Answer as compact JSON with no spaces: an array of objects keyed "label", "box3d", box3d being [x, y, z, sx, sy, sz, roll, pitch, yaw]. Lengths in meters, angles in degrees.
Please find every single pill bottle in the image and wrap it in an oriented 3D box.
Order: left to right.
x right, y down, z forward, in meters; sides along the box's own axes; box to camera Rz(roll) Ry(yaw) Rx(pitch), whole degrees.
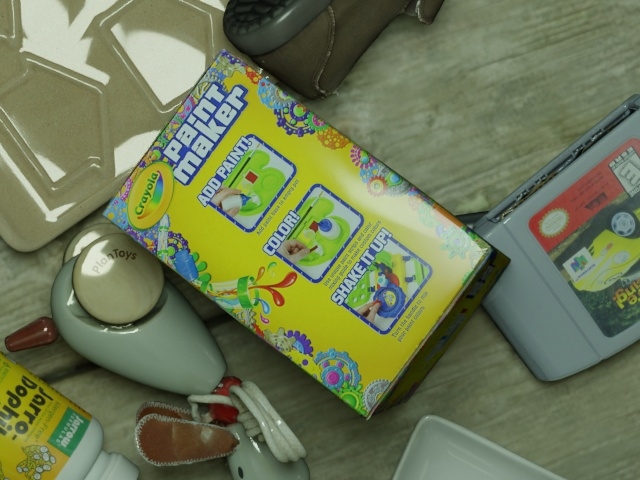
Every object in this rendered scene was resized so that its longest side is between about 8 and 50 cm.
[{"label":"pill bottle","box3d":[-0.281,0.192,1.613,0.208,0.117,0.117,37,91,-9]}]

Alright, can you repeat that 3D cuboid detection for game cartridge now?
[{"label":"game cartridge","box3d":[0.290,-0.004,1.682,0.294,0.060,0.196,-39,111,-4]}]

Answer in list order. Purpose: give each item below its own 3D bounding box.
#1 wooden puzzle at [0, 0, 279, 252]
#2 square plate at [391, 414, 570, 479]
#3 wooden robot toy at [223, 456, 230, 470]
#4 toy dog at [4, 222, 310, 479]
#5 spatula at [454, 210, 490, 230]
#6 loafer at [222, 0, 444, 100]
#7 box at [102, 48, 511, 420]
[{"label":"wooden puzzle","box3d":[-0.234,-0.211,1.598,0.348,0.080,0.322,-36,100,-7]},{"label":"square plate","box3d":[0.180,0.391,1.728,0.347,0.049,0.344,25,93,-9]},{"label":"wooden robot toy","box3d":[-0.040,0.284,1.673,0.076,0.079,0.173,-19,99,-4]},{"label":"toy dog","box3d":[-0.163,0.136,1.584,0.161,0.220,0.333,-37,76,-7]},{"label":"spatula","box3d":[0.064,-0.002,1.676,0.296,0.030,0.084,-8,92,-9]},{"label":"loafer","box3d":[0.069,-0.270,1.598,0.366,0.134,0.130,-41,124,-11]},{"label":"box","box3d":[0.000,0.000,1.501,0.279,0.290,0.177,37,94,8]}]
